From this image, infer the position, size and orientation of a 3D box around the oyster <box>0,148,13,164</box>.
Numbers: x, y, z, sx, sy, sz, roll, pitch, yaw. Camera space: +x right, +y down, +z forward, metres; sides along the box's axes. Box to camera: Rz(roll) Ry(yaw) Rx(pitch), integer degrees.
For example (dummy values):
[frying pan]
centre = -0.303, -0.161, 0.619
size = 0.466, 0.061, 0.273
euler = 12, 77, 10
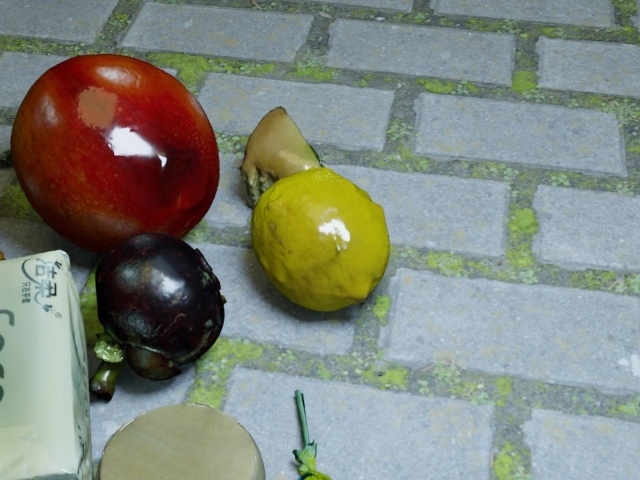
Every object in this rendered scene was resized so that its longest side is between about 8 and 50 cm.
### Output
[oyster]
centre = -0.623, -0.180, 2.120
size = 0.100, 0.037, 0.098
euler = -12, 21, 16

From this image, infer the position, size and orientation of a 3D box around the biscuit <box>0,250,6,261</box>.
[biscuit]
centre = -0.762, -0.018, 1.882
size = 0.318, 0.111, 0.312
euler = -13, 45, -17

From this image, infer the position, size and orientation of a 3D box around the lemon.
[lemon]
centre = 0.000, 0.000, 1.779
size = 0.233, 0.234, 0.288
euler = -24, 55, -23

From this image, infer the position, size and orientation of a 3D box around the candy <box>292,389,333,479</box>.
[candy]
centre = -0.021, 0.325, 1.558
size = 0.077, 0.073, 0.262
euler = -27, 36, 11

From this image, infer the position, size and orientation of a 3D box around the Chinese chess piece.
[Chinese chess piece]
centre = -0.204, 0.354, 1.491
size = 0.249, 0.103, 0.250
euler = 0, 42, 0

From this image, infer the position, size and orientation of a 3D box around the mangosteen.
[mangosteen]
centre = -0.291, 0.127, 1.664
size = 0.289, 0.231, 0.231
euler = -46, 56, -11

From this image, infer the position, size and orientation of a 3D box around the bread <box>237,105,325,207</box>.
[bread]
centre = -0.091, -0.133, 1.971
size = 0.132, 0.174, 0.252
euler = -20, 51, -16

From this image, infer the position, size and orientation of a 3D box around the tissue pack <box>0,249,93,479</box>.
[tissue pack]
centre = -0.514, 0.238, 1.504
size = 0.331, 0.205, 0.405
euler = -9, 51, -7

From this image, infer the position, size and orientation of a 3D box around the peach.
[peach]
centre = -0.361, -0.145, 1.845
size = 0.388, 0.388, 0.388
euler = 0, 43, 0
